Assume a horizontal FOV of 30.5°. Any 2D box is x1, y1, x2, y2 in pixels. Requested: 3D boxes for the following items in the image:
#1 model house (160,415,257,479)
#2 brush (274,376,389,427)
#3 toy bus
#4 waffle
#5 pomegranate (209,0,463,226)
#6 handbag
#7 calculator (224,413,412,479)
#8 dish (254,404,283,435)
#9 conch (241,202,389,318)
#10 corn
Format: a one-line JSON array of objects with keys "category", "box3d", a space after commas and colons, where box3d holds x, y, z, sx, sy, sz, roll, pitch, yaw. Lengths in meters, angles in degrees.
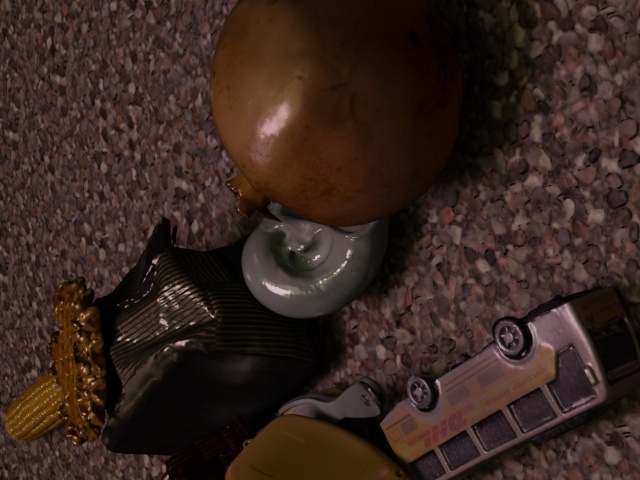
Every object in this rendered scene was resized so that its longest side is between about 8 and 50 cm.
[{"category": "model house", "box3d": [-0.051, 0.367, 1.556, 0.282, 0.297, 0.317, -62, 31, 20]}, {"category": "brush", "box3d": [0.026, 0.211, 1.518, 0.068, 0.060, 0.297, 57, 151, 0]}, {"category": "toy bus", "box3d": [0.205, 0.172, 1.324, 0.342, 0.097, 0.138, -38, 71, 44]}, {"category": "waffle", "box3d": [-0.337, 0.167, 1.628, 0.228, 0.051, 0.232, 152, 113, -63]}, {"category": "pomegranate", "box3d": [0.006, -0.157, 1.340, 0.319, 0.319, 0.319, 10, 105, 45]}, {"category": "handbag", "box3d": [-0.180, 0.137, 1.634, 0.341, 0.247, 0.240, -48, 46, 41]}, {"category": "calculator", "box3d": [-0.014, 0.284, 1.428, 0.236, 0.157, 0.033, 17, 142, 41]}, {"category": "dish", "box3d": [-0.069, 0.283, 1.679, 0.137, 0.039, 0.091, 0, 97, 47]}, {"category": "conch", "box3d": [0.001, 0.001, 1.491, 0.221, 0.121, 0.185, -25, 76, 25]}, {"category": "corn", "box3d": [-0.483, 0.291, 2.083, 0.244, 0.093, 0.093, -36, 71, 44]}]
